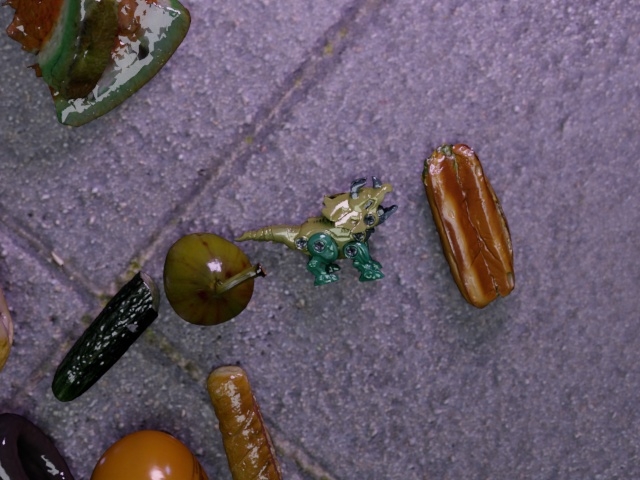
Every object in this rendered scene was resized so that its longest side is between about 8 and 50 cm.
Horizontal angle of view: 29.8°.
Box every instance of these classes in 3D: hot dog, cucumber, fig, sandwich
[{"bbox_3d":[-0.118,0.336,1.933,0.088,0.061,0.285,-18,102,10],"label":"hot dog"},{"bbox_3d":[-0.334,0.155,1.869,0.074,0.074,0.241,40,98,-12],"label":"cucumber"},{"bbox_3d":[0.236,-0.026,1.885,0.115,0.072,0.269,-17,101,-1],"label":"hot dog"},{"bbox_3d":[-0.163,0.069,1.810,0.148,0.186,0.142,1,110,-8],"label":"fig"},{"bbox_3d":[-0.344,-0.340,1.721,0.250,0.162,0.301,-35,105,-2],"label":"sandwich"}]

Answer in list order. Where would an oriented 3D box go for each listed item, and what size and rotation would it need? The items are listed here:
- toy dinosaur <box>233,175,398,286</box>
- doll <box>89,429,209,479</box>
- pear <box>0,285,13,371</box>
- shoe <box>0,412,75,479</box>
[{"bbox_3d":[0.000,0.000,1.864,0.259,0.094,0.153,-15,103,6],"label":"toy dinosaur"},{"bbox_3d":[-0.288,0.409,1.853,0.236,0.213,0.213,-27,103,2],"label":"doll"},{"bbox_3d":[-0.567,0.114,1.747,0.271,0.271,0.271,-1,102,-5],"label":"pear"},{"bbox_3d":[-0.550,0.346,1.833,0.237,0.171,0.384,-42,104,11],"label":"shoe"}]
